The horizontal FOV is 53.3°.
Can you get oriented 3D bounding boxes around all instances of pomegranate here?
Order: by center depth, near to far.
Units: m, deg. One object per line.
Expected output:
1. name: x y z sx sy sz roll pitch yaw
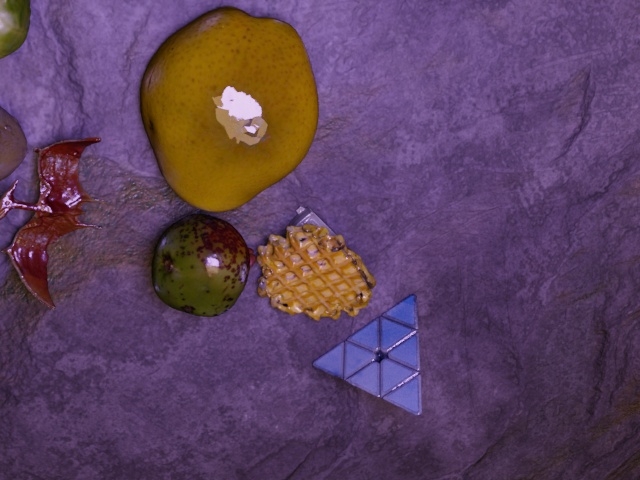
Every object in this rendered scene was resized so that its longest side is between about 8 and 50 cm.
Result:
1. pomegranate: -0.219 0.048 1.314 0.248 0.214 0.214 -7 121 -51

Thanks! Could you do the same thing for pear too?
1. pear: -0.162 -0.225 1.188 0.340 0.191 0.386 11 110 -21

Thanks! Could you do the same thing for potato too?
1. potato: -0.633 -0.165 1.100 0.235 0.160 0.178 0 134 -38

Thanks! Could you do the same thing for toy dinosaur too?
1. toy dinosaur: -0.492 -0.054 1.206 0.327 0.113 0.206 -47 137 0

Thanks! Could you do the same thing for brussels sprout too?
1. brussels sprout: -0.550 -0.384 0.991 0.161 0.223 0.223 -29 120 12

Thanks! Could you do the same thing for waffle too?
1. waffle: -0.010 0.079 1.410 0.280 0.060 0.262 11 131 -8

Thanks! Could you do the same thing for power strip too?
1. power strip: 0.000 0.000 1.425 0.075 0.042 0.175 -45 118 5

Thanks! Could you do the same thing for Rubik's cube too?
1. Rubik's cube: 0.166 0.309 1.566 0.228 0.229 0.233 55 136 6
